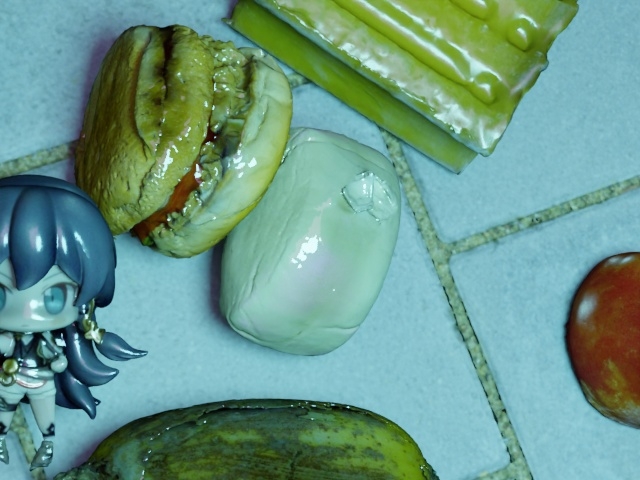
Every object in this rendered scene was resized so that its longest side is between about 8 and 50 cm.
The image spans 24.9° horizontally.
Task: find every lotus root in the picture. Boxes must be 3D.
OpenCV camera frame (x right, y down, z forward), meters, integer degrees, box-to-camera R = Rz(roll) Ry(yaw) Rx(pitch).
[{"bbox_3d":[-0.070,0.259,1.466,0.397,0.179,0.196,0,62,-18],"label":"lotus root"}]

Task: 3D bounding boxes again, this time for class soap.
[{"bbox_3d":[0.107,-0.283,1.627,0.335,0.156,0.293,32,70,-6],"label":"soap"}]

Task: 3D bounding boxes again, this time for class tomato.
[{"bbox_3d":[0.402,0.116,1.626,0.233,0.139,0.200,10,83,-12],"label":"tomato"}]

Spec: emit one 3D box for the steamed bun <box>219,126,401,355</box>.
[{"bbox_3d":[0.000,0.000,1.521,0.170,0.152,0.238,23,73,-35],"label":"steamed bun"}]

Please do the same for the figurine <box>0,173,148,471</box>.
[{"bbox_3d":[-0.286,0.067,1.420,0.175,0.197,0.265,4,117,-34],"label":"figurine"}]

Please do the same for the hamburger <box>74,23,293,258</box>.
[{"bbox_3d":[-0.147,-0.099,1.494,0.163,0.244,0.244,14,75,-29],"label":"hamburger"}]
